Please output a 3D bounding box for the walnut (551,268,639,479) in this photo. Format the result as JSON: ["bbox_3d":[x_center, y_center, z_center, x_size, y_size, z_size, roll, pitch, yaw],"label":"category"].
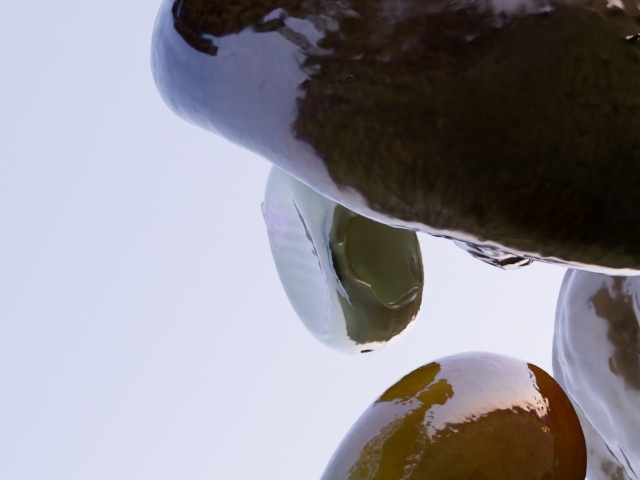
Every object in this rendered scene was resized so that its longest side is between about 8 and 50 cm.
[{"bbox_3d":[0.343,0.091,1.339,0.381,0.381,0.381,-19,-53,-27],"label":"walnut"}]

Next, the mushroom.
[{"bbox_3d":[0.047,-0.072,0.658,0.194,0.231,0.138,23,-86,-42],"label":"mushroom"}]

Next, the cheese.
[{"bbox_3d":[0.000,0.000,1.222,0.064,0.227,0.137,-15,-81,-17],"label":"cheese"}]

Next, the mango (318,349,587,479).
[{"bbox_3d":[0.069,0.141,1.082,0.221,0.120,0.151,-17,-52,-55],"label":"mango"}]
